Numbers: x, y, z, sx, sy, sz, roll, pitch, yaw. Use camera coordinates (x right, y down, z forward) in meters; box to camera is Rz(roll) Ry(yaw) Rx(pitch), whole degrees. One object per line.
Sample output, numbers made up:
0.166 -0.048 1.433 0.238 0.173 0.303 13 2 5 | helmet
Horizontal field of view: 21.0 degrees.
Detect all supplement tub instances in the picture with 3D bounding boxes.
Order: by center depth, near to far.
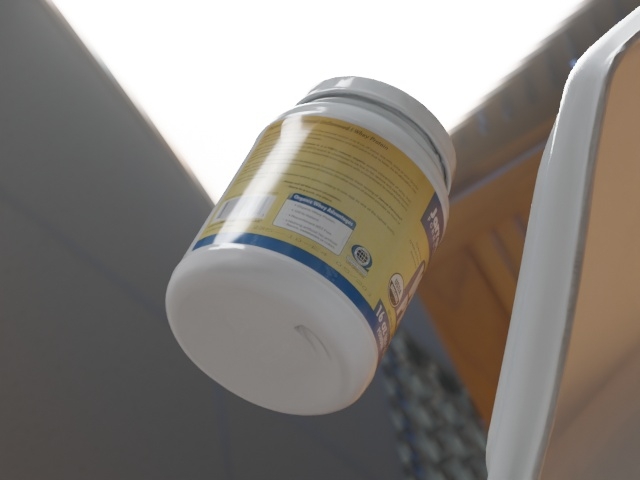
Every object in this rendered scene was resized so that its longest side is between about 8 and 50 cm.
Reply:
0.000 0.000 1.145 0.144 0.144 0.200 49 -131 -24 | supplement tub

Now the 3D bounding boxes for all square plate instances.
0.182 -0.016 0.861 0.049 0.347 0.344 28 -137 26 | square plate
